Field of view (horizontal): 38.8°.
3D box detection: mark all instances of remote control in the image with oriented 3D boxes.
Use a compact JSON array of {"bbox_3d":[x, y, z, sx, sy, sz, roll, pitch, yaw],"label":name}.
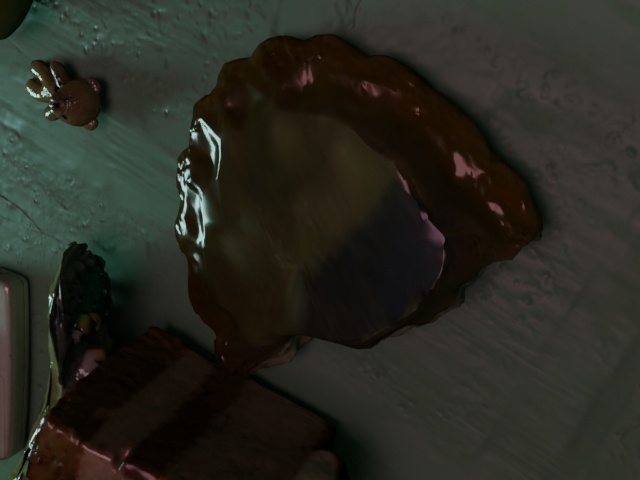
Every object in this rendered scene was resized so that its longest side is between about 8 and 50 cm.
[{"bbox_3d":[-0.380,0.142,1.034,0.090,0.049,0.230,13,108,21],"label":"remote control"}]

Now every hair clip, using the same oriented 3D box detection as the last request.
[{"bbox_3d":[-0.258,0.162,0.947,0.091,0.138,0.321,16,117,-9],"label":"hair clip"}]

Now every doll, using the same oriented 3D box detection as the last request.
[{"bbox_3d":[-0.255,-0.145,0.903,0.093,0.051,0.061,41,124,44],"label":"doll"}]

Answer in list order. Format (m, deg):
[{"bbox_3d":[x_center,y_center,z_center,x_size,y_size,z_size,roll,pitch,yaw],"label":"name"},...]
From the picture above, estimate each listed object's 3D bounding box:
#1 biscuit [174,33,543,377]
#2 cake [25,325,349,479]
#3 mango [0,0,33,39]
[{"bbox_3d":[0.000,0.000,0.790,0.329,0.078,0.335,31,114,20],"label":"biscuit"},{"bbox_3d":[-0.108,0.244,0.852,0.293,0.196,0.198,23,115,14],"label":"cake"},{"bbox_3d":[-0.328,-0.317,0.855,0.137,0.091,0.237,-24,97,34],"label":"mango"}]
